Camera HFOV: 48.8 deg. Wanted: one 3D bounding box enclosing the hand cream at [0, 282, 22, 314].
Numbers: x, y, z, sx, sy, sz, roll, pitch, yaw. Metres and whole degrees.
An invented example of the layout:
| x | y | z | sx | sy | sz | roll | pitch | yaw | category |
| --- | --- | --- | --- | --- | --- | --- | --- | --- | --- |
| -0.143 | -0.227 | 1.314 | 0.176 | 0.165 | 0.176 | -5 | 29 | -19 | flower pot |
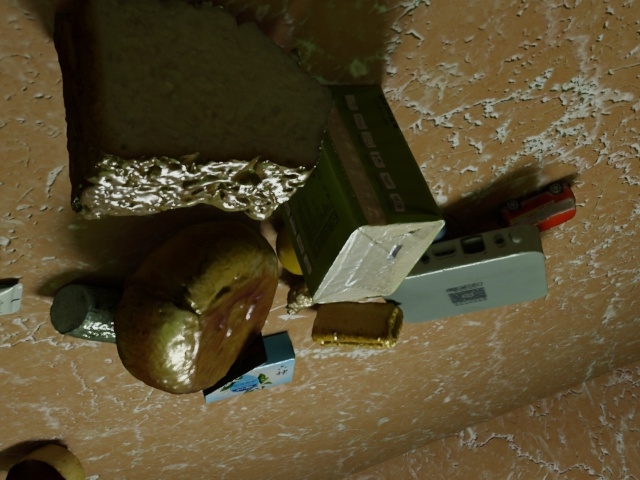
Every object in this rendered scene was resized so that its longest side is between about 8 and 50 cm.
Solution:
| x | y | z | sx | sy | sz | roll | pitch | yaw | category |
| --- | --- | --- | --- | --- | --- | --- | --- | --- | --- |
| -0.654 | 0.116 | 1.197 | 0.275 | 0.059 | 0.095 | -6 | 145 | -32 | hand cream |

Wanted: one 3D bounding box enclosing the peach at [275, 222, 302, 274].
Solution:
| x | y | z | sx | sy | sz | roll | pitch | yaw | category |
| --- | --- | --- | --- | --- | --- | --- | --- | --- | --- |
| 0.000 | 0.000 | 1.348 | 0.179 | 0.103 | 0.179 | -24 | 150 | -15 | peach |

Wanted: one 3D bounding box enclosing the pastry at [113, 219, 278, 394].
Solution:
| x | y | z | sx | sy | sz | roll | pitch | yaw | category |
| --- | --- | --- | --- | --- | --- | --- | --- | --- | --- |
| -0.217 | 0.117 | 1.275 | 0.356 | 0.163 | 0.356 | -43 | 150 | -33 | pastry |

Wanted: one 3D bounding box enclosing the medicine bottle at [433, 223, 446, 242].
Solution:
| x | y | z | sx | sy | sz | roll | pitch | yaw | category |
| --- | --- | --- | --- | --- | --- | --- | --- | --- | --- |
| 0.167 | -0.044 | 1.420 | 0.230 | 0.059 | 0.059 | 15 | 135 | -44 | medicine bottle |

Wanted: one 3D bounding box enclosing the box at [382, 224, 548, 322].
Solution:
| x | y | z | sx | sy | sz | roll | pitch | yaw | category |
| --- | --- | --- | --- | --- | --- | --- | --- | --- | --- |
| 0.329 | 0.083 | 1.621 | 0.366 | 0.091 | 0.373 | -14 | 155 | 14 | box |

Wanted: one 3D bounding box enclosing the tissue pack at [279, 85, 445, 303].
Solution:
| x | y | z | sx | sy | sz | roll | pitch | yaw | category |
| --- | --- | --- | --- | --- | --- | --- | --- | --- | --- |
| 0.042 | -0.074 | 1.088 | 0.167 | 0.275 | 0.200 | -5 | 146 | -26 | tissue pack |

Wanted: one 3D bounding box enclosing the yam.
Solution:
| x | y | z | sx | sy | sz | roll | pitch | yaw | category |
| --- | --- | --- | --- | --- | --- | --- | --- | --- | --- |
| -0.400 | 0.142 | 1.336 | 0.194 | 0.107 | 0.107 | 17 | 133 | -45 | yam |

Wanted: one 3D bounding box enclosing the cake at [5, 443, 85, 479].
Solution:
| x | y | z | sx | sy | sz | roll | pitch | yaw | category |
| --- | --- | --- | --- | --- | --- | --- | --- | --- | --- |
| -0.714 | 0.639 | 1.869 | 0.185 | 0.208 | 0.178 | 14 | -179 | 8 | cake |

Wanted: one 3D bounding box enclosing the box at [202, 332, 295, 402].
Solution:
| x | y | z | sx | sy | sz | roll | pitch | yaw | category |
| --- | --- | --- | --- | --- | --- | --- | --- | --- | --- |
| -0.185 | 0.318 | 1.763 | 0.232 | 0.083 | 0.143 | -10 | 147 | -14 | box |

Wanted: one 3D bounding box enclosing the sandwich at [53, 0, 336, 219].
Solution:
| x | y | z | sx | sy | sz | roll | pitch | yaw | category |
| --- | --- | --- | --- | --- | --- | --- | --- | --- | --- |
| -0.144 | -0.158 | 0.859 | 0.325 | 0.262 | 0.131 | 0 | 149 | -30 | sandwich |

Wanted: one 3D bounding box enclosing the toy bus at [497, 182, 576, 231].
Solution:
| x | y | z | sx | sy | sz | roll | pitch | yaw | category |
| --- | --- | --- | --- | --- | --- | --- | --- | --- | --- |
| 0.485 | -0.061 | 1.564 | 0.174 | 0.077 | 0.079 | -21 | 150 | 2 | toy bus |

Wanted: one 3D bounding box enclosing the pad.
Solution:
| x | y | z | sx | sy | sz | roll | pitch | yaw | category |
| --- | --- | --- | --- | --- | --- | --- | --- | --- | --- |
| -0.179 | 0.222 | 1.425 | 0.142 | 0.211 | 0.003 | -30 | 115 | 0 | pad |

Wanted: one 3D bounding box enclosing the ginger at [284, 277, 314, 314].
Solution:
| x | y | z | sx | sy | sz | roll | pitch | yaw | category |
| --- | --- | --- | --- | --- | --- | --- | --- | --- | --- |
| -0.031 | 0.112 | 1.476 | 0.133 | 0.059 | 0.214 | -41 | -177 | 13 | ginger |

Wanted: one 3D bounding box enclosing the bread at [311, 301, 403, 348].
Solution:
| x | y | z | sx | sy | sz | roll | pitch | yaw | category |
| --- | --- | --- | --- | --- | --- | --- | --- | --- | --- |
| 0.085 | 0.196 | 1.637 | 0.210 | 0.114 | 0.083 | -1 | 144 | 30 | bread |
